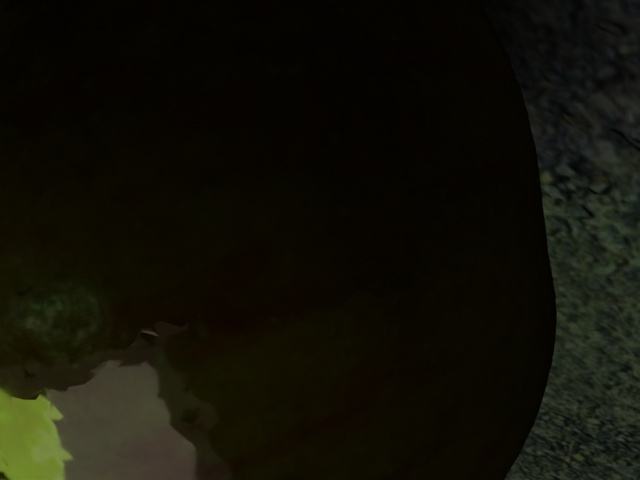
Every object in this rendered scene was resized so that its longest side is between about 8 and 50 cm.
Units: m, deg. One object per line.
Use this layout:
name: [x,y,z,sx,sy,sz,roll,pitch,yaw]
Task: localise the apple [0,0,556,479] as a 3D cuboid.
apple: [-0.047,0.001,0.680,0.334,0.400,0.400,-17,149,10]
